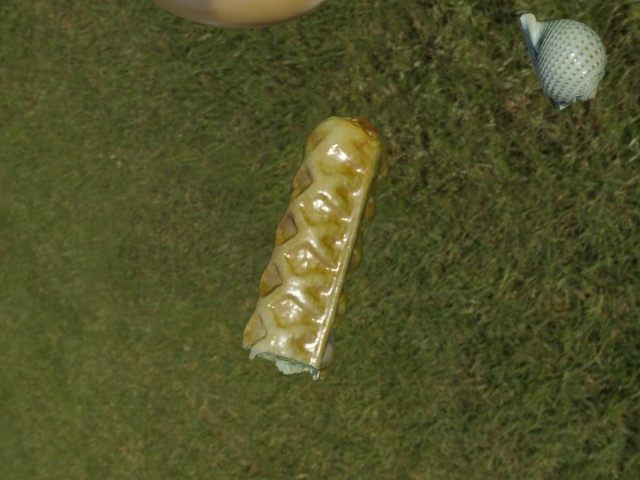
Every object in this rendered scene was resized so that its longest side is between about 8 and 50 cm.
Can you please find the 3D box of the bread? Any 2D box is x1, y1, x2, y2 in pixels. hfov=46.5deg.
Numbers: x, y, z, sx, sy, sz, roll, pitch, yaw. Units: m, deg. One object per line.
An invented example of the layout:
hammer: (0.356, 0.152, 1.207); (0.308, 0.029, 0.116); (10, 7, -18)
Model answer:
bread: (0.001, 0.000, 0.741); (0.098, 0.269, 0.087); (21, 167, -18)

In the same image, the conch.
conch: (0.196, -0.146, 0.597); (0.057, 0.076, 0.085); (-14, 73, 7)

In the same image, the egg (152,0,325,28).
egg: (-0.036, -0.126, 0.306); (0.080, 0.096, 0.080); (57, 160, 34)
